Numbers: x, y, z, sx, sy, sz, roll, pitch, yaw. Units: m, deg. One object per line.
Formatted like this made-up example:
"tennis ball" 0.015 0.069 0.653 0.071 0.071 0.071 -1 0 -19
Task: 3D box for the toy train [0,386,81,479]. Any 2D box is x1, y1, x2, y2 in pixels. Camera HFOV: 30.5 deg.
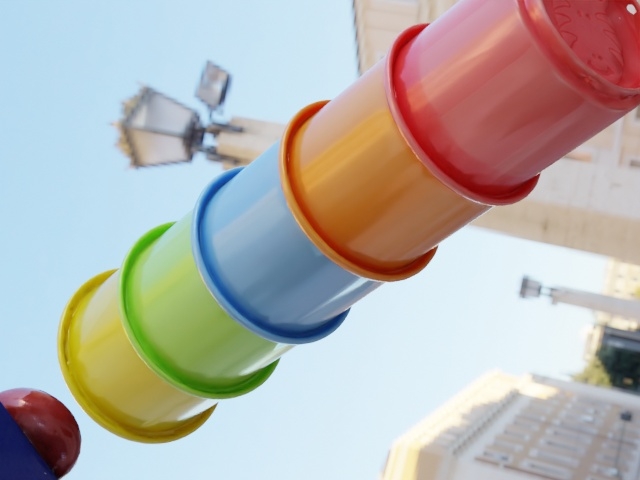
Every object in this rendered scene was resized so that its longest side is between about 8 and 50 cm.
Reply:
"toy train" -0.165 0.110 0.429 0.248 0.143 0.105 59 -157 -19

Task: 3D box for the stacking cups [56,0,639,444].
"stacking cups" 0.000 0.000 0.483 0.316 0.096 0.096 -33 22 46
